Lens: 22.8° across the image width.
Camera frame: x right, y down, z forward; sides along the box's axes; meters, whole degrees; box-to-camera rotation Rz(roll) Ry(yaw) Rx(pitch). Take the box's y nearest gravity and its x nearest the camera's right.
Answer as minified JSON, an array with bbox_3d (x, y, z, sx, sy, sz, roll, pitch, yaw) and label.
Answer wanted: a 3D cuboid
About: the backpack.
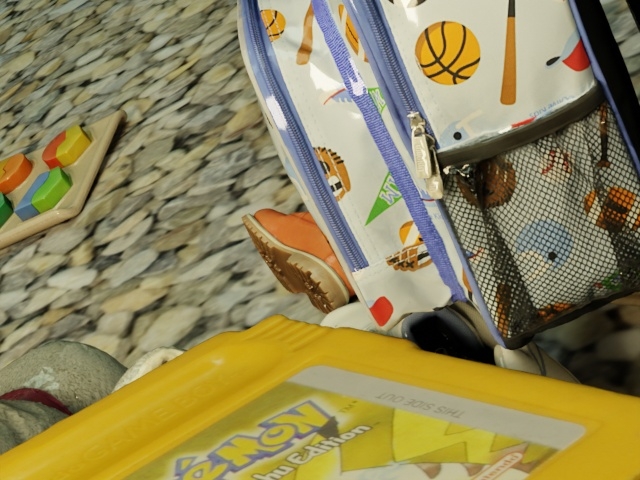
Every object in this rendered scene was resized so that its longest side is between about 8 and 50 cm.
[{"bbox_3d":[0.070,-0.100,0.827,0.213,0.263,0.276,-18,23,0],"label":"backpack"}]

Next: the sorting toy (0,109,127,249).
[{"bbox_3d":[-0.320,-0.061,1.755,0.193,0.038,0.208,-22,28,28],"label":"sorting toy"}]

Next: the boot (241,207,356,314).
[{"bbox_3d":[0.000,0.000,1.232,0.084,0.059,0.158,-39,33,-14],"label":"boot"}]

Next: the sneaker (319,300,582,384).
[{"bbox_3d":[0.073,0.072,0.923,0.111,0.129,0.297,-44,25,-13],"label":"sneaker"}]

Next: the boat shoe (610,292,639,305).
[{"bbox_3d":[0.232,0.007,0.869,0.098,0.109,0.302,-49,22,-13],"label":"boat shoe"}]

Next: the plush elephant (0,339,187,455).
[{"bbox_3d":[-0.185,0.161,0.951,0.272,0.330,0.255,6,4,28],"label":"plush elephant"}]

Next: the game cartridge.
[{"bbox_3d":[-0.031,0.125,0.700,0.285,0.053,0.323,-29,25,-34],"label":"game cartridge"}]
